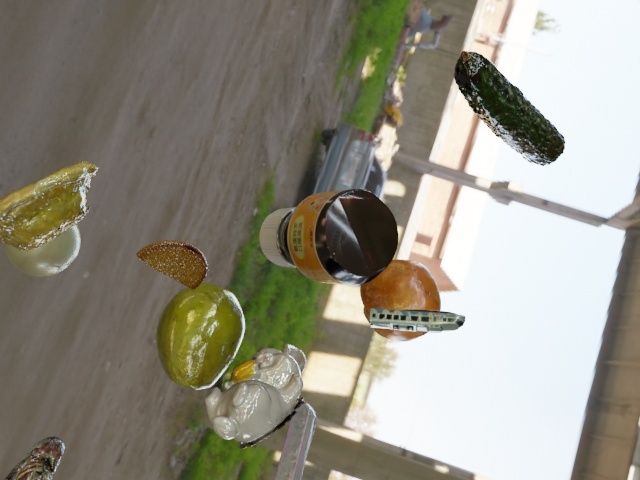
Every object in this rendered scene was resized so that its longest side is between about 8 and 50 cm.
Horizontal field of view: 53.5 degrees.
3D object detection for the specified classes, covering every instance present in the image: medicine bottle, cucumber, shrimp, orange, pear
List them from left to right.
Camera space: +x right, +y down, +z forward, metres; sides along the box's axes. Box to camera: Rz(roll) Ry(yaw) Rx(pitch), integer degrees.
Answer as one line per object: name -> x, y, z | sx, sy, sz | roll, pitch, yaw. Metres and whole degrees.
shrimp -> -0.563, 0.476, 1.217 | 0.233, 0.079, 0.090 | -81, 150, -55
pear -> -0.355, 0.280, 1.872 | 0.253, 0.252, 0.307 | 86, 15, -79
medicine bottle -> 0.000, 0.000, 1.659 | 0.395, 0.242, 0.243 | -9, -123, 56
orange -> 0.226, 0.170, 1.806 | 0.240, 0.240, 0.240 | 18, 90, -86
cucumber -> 0.249, -0.170, 0.845 | 0.293, 0.067, 0.068 | 21, 87, -49

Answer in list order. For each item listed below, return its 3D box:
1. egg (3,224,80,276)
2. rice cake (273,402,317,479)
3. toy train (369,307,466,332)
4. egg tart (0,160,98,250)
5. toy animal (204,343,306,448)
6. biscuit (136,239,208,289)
egg -> -0.857, 0.000, 1.961 | 0.269, 0.219, 0.219 | -29, -145, 52
rice cake -> -0.075, 0.531, 1.391 | 0.073, 0.056, 0.365 | 74, 27, -49
toy train -> 0.213, 0.176, 1.396 | 0.043, 0.207, 0.047 | 74, 20, -57
egg tart -> -0.692, -0.072, 1.585 | 0.341, 0.132, 0.341 | -33, -170, 6
toy animal -> -0.132, 0.332, 1.412 | 0.325, 0.208, 0.154 | -39, 104, -85
biscuit -> -0.380, 0.054, 1.702 | 0.126, 0.206, 0.025 | -38, -139, 18
